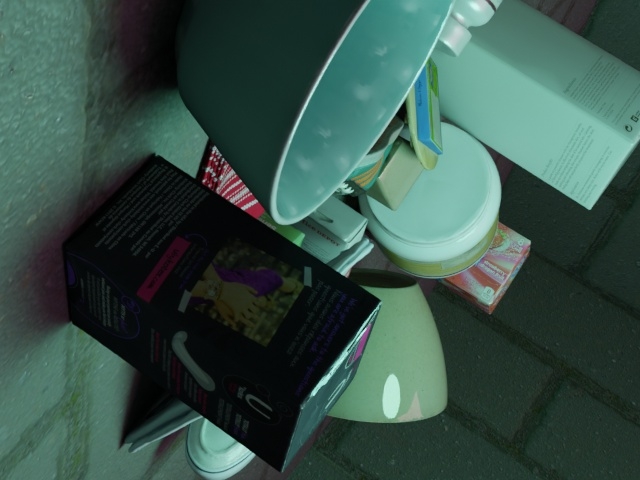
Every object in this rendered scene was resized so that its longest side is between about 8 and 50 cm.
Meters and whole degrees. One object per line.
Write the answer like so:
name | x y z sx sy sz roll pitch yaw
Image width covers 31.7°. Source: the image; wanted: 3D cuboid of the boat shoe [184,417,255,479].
boat shoe | -0.096 0.207 1.799 0.367 0.136 0.156 -54 168 -26

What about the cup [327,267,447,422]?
cup | 0.094 0.186 2.198 0.331 0.331 0.236 -24 121 -69

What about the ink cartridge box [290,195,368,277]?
ink cartridge box | 0.000 0.000 1.696 0.063 0.109 0.150 -47 165 -35

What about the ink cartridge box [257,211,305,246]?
ink cartridge box | -0.126 0.074 1.430 0.212 0.093 0.154 -48 165 -46

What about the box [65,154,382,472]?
box | -0.098 0.071 1.100 0.143 0.270 0.165 -49 167 -30

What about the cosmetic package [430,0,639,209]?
cosmetic package | 0.353 -0.242 1.853 0.155 0.365 0.197 -48 168 -30

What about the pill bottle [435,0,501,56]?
pill bottle | 0.202 -0.367 1.516 0.221 0.121 0.121 -57 168 3

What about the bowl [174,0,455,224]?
bowl | -0.016 -0.184 1.020 0.311 0.163 0.311 -54 167 -18

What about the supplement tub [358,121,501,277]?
supplement tub | 0.193 -0.069 1.970 0.241 0.241 0.331 -56 169 -4

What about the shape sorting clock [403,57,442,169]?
shape sorting clock | 0.154 -0.210 1.723 0.206 0.040 0.206 -4 90 -76

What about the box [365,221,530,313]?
box | 0.247 -0.004 2.212 0.154 0.300 0.142 -57 166 -4

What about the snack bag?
snack bag | -0.100 0.150 1.582 0.342 0.037 0.323 -44 -174 -41

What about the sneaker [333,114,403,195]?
sneaker | 0.032 -0.106 1.551 0.121 0.108 0.302 -66 167 22

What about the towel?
towel | -0.079 -0.102 1.311 0.199 0.031 0.274 -44 162 -50

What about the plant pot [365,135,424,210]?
plant pot | 0.093 -0.128 1.769 0.109 0.109 0.096 -56 158 -3
